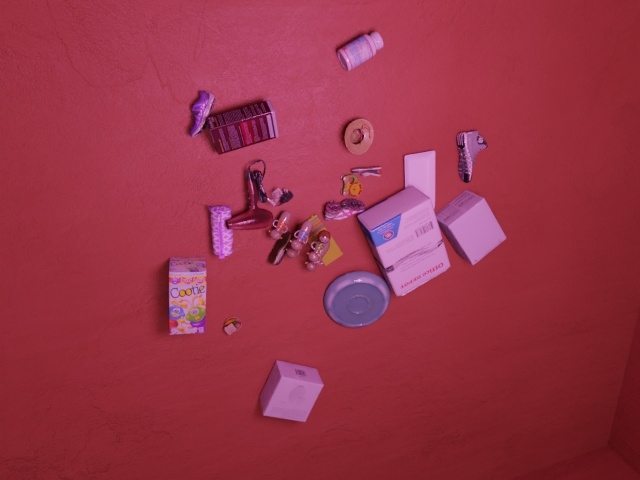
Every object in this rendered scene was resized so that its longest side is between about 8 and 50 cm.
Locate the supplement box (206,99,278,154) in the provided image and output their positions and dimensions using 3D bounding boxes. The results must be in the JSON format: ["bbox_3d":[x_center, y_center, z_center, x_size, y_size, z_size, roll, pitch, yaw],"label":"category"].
[{"bbox_3d":[-0.281,-0.412,1.633,0.239,0.073,0.130,-19,148,-9],"label":"supplement box"}]

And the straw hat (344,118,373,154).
[{"bbox_3d":[0.140,-0.417,1.794,0.144,0.061,0.145,-10,109,-31],"label":"straw hat"}]

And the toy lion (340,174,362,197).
[{"bbox_3d":[0.133,-0.230,1.888,0.096,0.034,0.100,-10,114,-21],"label":"toy lion"}]

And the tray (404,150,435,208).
[{"bbox_3d":[0.433,-0.255,1.968,0.145,0.030,0.271,-12,114,-13],"label":"tray"}]

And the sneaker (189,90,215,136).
[{"bbox_3d":[-0.437,-0.455,1.613,0.071,0.068,0.170,22,95,-8],"label":"sneaker"}]

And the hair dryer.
[{"bbox_3d":[-0.266,-0.149,1.762,0.223,0.080,0.294,44,72,-24],"label":"hair dryer"}]

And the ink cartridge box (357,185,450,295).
[{"bbox_3d":[0.369,0.008,1.958,0.285,0.166,0.395,-28,123,-3],"label":"ink cartridge box"}]

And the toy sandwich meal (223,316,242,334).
[{"bbox_3d":[-0.388,0.377,1.974,0.085,0.029,0.086,-6,113,-15],"label":"toy sandwich meal"}]

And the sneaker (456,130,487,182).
[{"bbox_3d":[0.679,-0.373,1.965,0.132,0.086,0.229,-17,114,-12],"label":"sneaker"}]

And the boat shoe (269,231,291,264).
[{"bbox_3d":[-0.164,0.035,1.895,0.049,0.056,0.152,30,93,-51],"label":"boat shoe"}]

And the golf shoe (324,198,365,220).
[{"bbox_3d":[0.101,-0.129,1.907,0.186,0.068,0.086,-7,145,-19],"label":"golf shoe"}]

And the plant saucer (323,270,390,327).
[{"bbox_3d":[0.172,0.286,2.065,0.317,0.044,0.318,-2,119,-4],"label":"plant saucer"}]

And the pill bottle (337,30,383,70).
[{"bbox_3d":[0.149,-0.708,1.664,0.160,0.087,0.087,-32,117,-3],"label":"pill bottle"}]

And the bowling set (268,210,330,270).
[{"bbox_3d":[-0.059,0.012,1.799,0.287,0.200,0.154,34,79,-22],"label":"bowling set"}]

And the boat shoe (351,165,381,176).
[{"bbox_3d":[0.193,-0.286,1.873,0.137,0.049,0.043,-7,115,-19],"label":"boat shoe"}]

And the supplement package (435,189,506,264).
[{"bbox_3d":[0.688,-0.061,2.060,0.204,0.145,0.262,-39,118,1],"label":"supplement package"}]

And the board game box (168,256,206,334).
[{"bbox_3d":[-0.537,0.221,1.803,0.144,0.142,0.275,0,112,-17],"label":"board game box"}]

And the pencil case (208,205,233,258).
[{"bbox_3d":[-0.391,-0.040,1.772,0.086,0.088,0.206,-6,114,-12],"label":"pencil case"}]

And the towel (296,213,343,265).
[{"bbox_3d":[0.000,0.000,1.947,0.102,0.021,0.237,-33,118,4],"label":"towel"}]

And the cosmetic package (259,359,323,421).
[{"bbox_3d":[-0.142,0.718,2.129,0.224,0.138,0.225,20,103,-23],"label":"cosmetic package"}]
